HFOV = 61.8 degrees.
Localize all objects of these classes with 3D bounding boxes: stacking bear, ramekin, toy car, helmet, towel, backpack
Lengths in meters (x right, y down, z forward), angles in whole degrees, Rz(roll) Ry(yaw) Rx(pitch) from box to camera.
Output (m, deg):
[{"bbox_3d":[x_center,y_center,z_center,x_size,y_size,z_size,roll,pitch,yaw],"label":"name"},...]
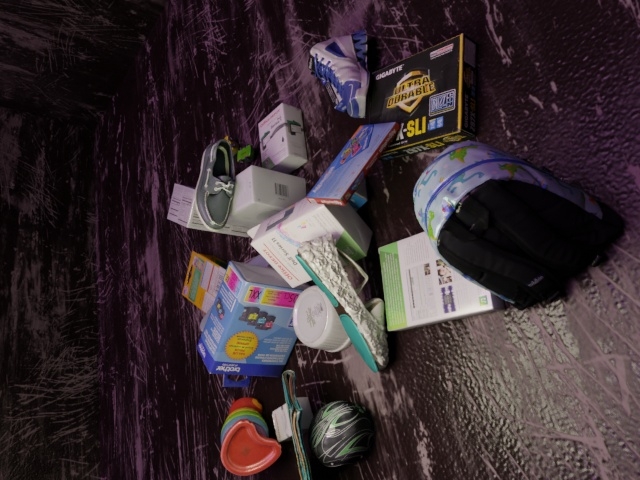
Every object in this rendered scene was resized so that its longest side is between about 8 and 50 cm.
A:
[{"bbox_3d":[-0.242,0.611,1.742,0.164,0.175,0.289,-47,14,2],"label":"stacking bear"},{"bbox_3d":[0.008,0.227,1.595,0.207,0.109,0.207,-15,70,48],"label":"ramekin"},{"bbox_3d":[-0.328,-0.329,2.169,0.225,0.053,0.238,-13,72,48],"label":"toy car"},{"bbox_3d":[0.049,0.516,1.438,0.169,0.162,0.169,-14,71,48],"label":"helmet"},{"bbox_3d":[-0.050,0.572,1.466,0.271,0.040,0.370,-132,31,-79],"label":"towel"},{"bbox_3d":[0.348,-0.039,1.046,0.290,0.356,0.273,-52,46,31],"label":"backpack"}]

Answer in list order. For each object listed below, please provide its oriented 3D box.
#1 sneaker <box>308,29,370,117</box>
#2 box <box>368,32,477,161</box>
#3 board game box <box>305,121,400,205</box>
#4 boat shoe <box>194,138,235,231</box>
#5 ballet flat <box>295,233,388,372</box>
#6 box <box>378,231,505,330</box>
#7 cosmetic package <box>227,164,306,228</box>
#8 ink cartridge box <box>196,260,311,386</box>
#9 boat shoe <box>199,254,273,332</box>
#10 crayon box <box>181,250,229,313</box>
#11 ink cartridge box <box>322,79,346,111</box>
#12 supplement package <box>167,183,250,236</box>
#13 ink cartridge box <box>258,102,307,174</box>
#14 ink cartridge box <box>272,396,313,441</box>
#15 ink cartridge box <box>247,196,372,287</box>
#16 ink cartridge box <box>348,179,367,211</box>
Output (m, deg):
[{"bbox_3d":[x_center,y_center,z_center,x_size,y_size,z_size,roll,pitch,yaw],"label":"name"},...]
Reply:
[{"bbox_3d":[0.053,-0.501,1.608,0.127,0.182,0.315,86,-177,-60],"label":"sneaker"},{"bbox_3d":[0.266,-0.370,1.440,0.322,0.079,0.257,-6,79,50],"label":"box"},{"bbox_3d":[0.087,-0.207,1.428,0.145,0.027,0.281,10,58,50],"label":"board game box"},{"bbox_3d":[-0.334,-0.186,1.740,0.099,0.116,0.319,-31,54,47],"label":"boat shoe"},{"bbox_3d":[0.090,0.157,1.423,0.147,0.147,0.408,-31,94,43],"label":"ballet flat"},{"bbox_3d":[0.286,0.088,1.331,0.322,0.059,0.232,-22,66,45],"label":"box"},{"bbox_3d":[-0.201,-0.137,1.836,0.225,0.224,0.138,-25,64,45],"label":"cosmetic package"},{"bbox_3d":[-0.218,0.286,1.727,0.151,0.270,0.395,45,116,51],"label":"ink cartridge box"},{"bbox_3d":[-0.250,0.215,1.898,0.367,0.156,0.136,-52,33,-12],"label":"boat shoe"},{"bbox_3d":[-0.441,0.178,2.171,0.323,0.083,0.203,22,99,50],"label":"crayon box"},{"bbox_3d":[0.058,-0.527,1.750,0.097,0.046,0.207,-44,50,34],"label":"ink cartridge box"},{"bbox_3d":[-0.420,-0.116,2.067,0.204,0.262,0.145,18,96,51],"label":"supplement package"},{"bbox_3d":[-0.137,-0.353,1.911,0.160,0.093,0.219,-29,61,43],"label":"ink cartridge box"},{"bbox_3d":[-0.084,0.560,1.673,0.135,0.056,0.099,-41,53,38],"label":"ink cartridge box"},{"bbox_3d":[-0.053,0.007,1.571,0.354,0.207,0.119,-26,27,32],"label":"ink cartridge box"},{"bbox_3d":[0.051,-0.124,1.615,0.191,0.082,0.139,-43,32,35],"label":"ink cartridge box"}]
